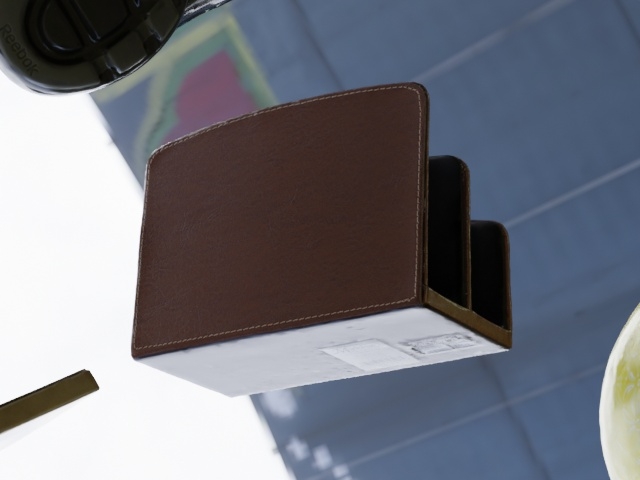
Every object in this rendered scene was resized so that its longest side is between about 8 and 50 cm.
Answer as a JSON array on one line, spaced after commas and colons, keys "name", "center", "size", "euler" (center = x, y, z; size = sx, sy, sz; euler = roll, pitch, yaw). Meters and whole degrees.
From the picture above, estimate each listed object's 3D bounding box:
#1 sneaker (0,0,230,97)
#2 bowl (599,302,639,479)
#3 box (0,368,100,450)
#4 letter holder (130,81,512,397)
[{"name": "sneaker", "center": [-0.053, -0.165, 0.921], "size": [0.267, 0.106, 0.101], "euler": [-31, -76, -11]}, {"name": "bowl", "center": [0.338, 0.126, 1.440], "size": [0.156, 0.289, 0.289], "euler": [30, -134, -64]}, {"name": "box", "center": [-0.255, 0.147, 1.244], "size": [0.021, 0.164, 0.201], "euler": [60, -158, 3]}, {"name": "letter holder", "center": [0.000, 0.000, 1.666], "size": [0.152, 0.302, 0.214], "euler": [28, -123, -51]}]
